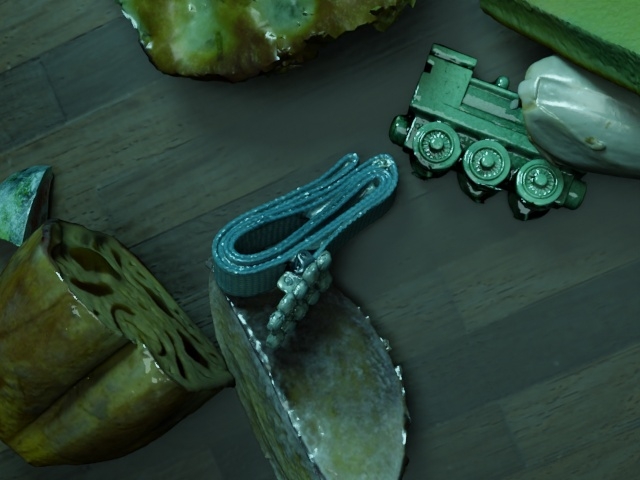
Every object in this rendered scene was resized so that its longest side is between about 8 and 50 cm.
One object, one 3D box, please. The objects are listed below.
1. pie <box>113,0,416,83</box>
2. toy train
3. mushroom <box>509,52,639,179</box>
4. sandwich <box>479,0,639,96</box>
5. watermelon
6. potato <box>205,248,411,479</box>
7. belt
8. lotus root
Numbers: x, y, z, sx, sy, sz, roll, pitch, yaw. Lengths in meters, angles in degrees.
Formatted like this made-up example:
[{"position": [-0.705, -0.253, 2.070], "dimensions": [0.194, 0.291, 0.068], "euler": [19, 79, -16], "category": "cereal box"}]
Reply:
[{"position": [-0.060, -0.286, 1.054], "dimensions": [0.288, 0.103, 0.355], "euler": [-38, 75, 21], "category": "pie"}, {"position": [0.146, -0.087, 1.085], "dimensions": [0.170, 0.071, 0.111], "euler": [21, 86, 4], "category": "toy train"}, {"position": [0.282, -0.082, 1.026], "dimensions": [0.278, 0.096, 0.099], "euler": [14, 104, -9], "category": "mushroom"}, {"position": [0.208, -0.186, 0.982], "dimensions": [0.212, 0.245, 0.063], "euler": [-1, 135, 36], "category": "sandwich"}, {"position": [-0.257, -0.026, 1.155], "dimensions": [0.085, 0.085, 0.061], "euler": [-31, 128, 7], "category": "watermelon"}, {"position": [-0.005, 0.129, 1.115], "dimensions": [0.120, 0.100, 0.261], "euler": [-18, 70, -28], "category": "potato"}, {"position": [0.000, -0.002, 1.076], "dimensions": [0.179, 0.065, 0.100], "euler": [-35, 68, -17], "category": "belt"}, {"position": [-0.203, 0.103, 1.070], "dimensions": [0.180, 0.199, 0.188], "euler": [-42, 72, 8], "category": "lotus root"}]
